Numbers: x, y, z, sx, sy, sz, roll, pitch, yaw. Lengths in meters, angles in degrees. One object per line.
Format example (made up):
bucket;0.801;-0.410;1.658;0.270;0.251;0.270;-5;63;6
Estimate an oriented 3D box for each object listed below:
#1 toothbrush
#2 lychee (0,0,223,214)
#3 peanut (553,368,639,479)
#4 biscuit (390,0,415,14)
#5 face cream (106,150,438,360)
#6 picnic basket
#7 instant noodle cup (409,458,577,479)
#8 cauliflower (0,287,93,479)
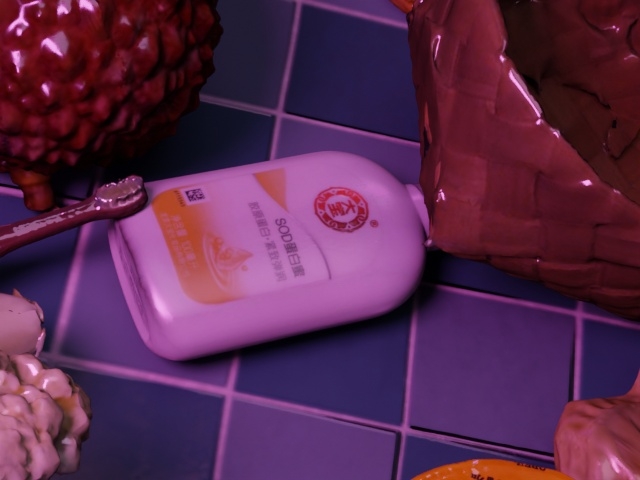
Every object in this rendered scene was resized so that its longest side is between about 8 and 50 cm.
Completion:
toothbrush;-0.285;0.025;0.964;0.364;0.041;0.041;-19;64;-14
lychee;-0.196;-0.162;1.017;0.264;0.264;0.300;1;102;-13
peanut;0.261;0.164;1.000;0.233;0.110;0.196;-27;73;-27
biscuit;0.135;-0.246;1.270;0.295;0.044;0.186;28;54;4
face cream;0.000;0.000;1.061;0.291;0.071;0.144;-10;59;-20
picnic basket;0.256;-0.117;1.011;0.337;0.337;0.293;4;58;-11
instant noodle cup;0.092;0.258;0.859;0.216;0.172;0.215;6;58;-10
cauliflower;-0.251;0.103;0.820;0.281;0.260;0.327;-42;114;-29
